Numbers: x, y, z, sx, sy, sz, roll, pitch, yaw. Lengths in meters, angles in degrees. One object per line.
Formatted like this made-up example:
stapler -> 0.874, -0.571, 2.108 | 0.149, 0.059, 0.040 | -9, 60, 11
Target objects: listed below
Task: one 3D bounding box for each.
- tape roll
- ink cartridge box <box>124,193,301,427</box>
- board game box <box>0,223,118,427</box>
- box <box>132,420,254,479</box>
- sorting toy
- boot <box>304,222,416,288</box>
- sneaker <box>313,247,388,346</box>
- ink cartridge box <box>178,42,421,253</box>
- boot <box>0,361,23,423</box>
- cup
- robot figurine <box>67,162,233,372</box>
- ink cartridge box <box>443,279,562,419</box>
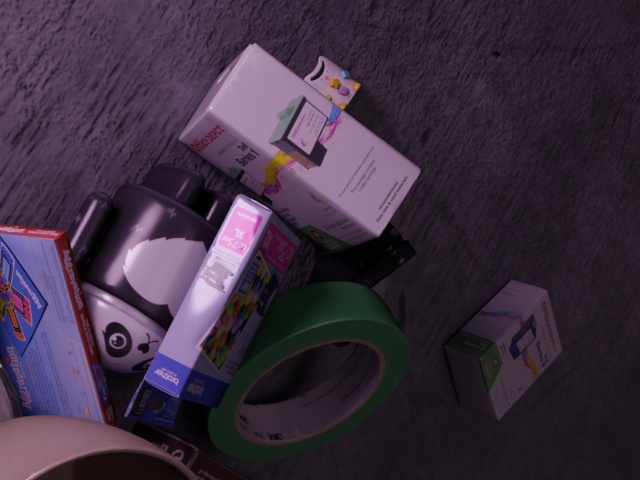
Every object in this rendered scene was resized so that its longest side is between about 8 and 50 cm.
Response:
tape roll -> -0.028, 0.196, 1.936 | 0.321, 0.077, 0.321 | -18, 141, -15
ink cartridge box -> -0.133, 0.108, 1.719 | 0.311, 0.065, 0.186 | -61, 164, -5
board game box -> -0.345, 0.111, 1.647 | 0.027, 0.145, 0.281 | -48, 136, -51
box -> -0.250, 0.472, 1.870 | 0.191, 0.143, 0.381 | 42, 70, -45
sorting toy -> 0.012, -0.235, 1.990 | 0.075, 0.045, 0.083 | 41, 72, -25
boot -> 0.000, 0.000, 1.978 | 0.207, 0.246, 0.094 | 54, 31, 6
sneaker -> 0.057, 0.030, 2.088 | 0.121, 0.099, 0.262 | -23, 126, -48
ink cartridge box -> -0.034, -0.116, 1.771 | 0.278, 0.201, 0.117 | 37, 74, -10
boot -> -0.454, 0.269, 1.638 | 0.161, 0.083, 0.246 | -14, 111, -37
cup -> -0.326, 0.337, 1.565 | 0.331, 0.237, 0.331 | -17, 120, -31
robot figurine -> -0.227, 0.037, 1.721 | 0.209, 0.173, 0.278 | 30, 77, -1
ink cartridge box -> 0.337, 0.198, 2.423 | 0.212, 0.093, 0.154 | -41, 128, -32
